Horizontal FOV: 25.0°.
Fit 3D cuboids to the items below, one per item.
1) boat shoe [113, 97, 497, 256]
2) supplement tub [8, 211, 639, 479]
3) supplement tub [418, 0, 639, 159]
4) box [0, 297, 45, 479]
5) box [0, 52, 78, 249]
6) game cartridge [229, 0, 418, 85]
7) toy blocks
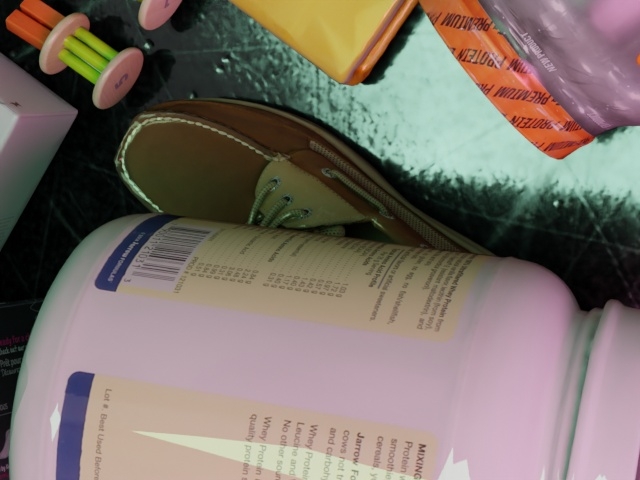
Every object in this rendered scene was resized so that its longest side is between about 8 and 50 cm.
[{"bbox_3d":[0.000,0.000,0.976,0.324,0.120,0.122,28,104,14],"label":"boat shoe"},{"bbox_3d":[0.018,0.116,0.810,0.325,0.235,0.235,8,99,17],"label":"supplement tub"},{"bbox_3d":[0.219,-0.200,0.841,0.316,0.193,0.193,-38,83,19],"label":"supplement tub"},{"bbox_3d":[-0.333,0.130,1.083,0.247,0.163,0.142,-9,90,19],"label":"box"},{"bbox_3d":[-0.289,-0.062,1.083,0.130,0.091,0.170,37,106,12],"label":"box"},{"bbox_3d":[-0.023,-0.313,0.991,0.324,0.053,0.285,39,107,13],"label":"game cartridge"},{"bbox_3d":[-0.186,-0.186,1.054,0.148,0.054,0.123,36,106,12],"label":"toy blocks"}]
